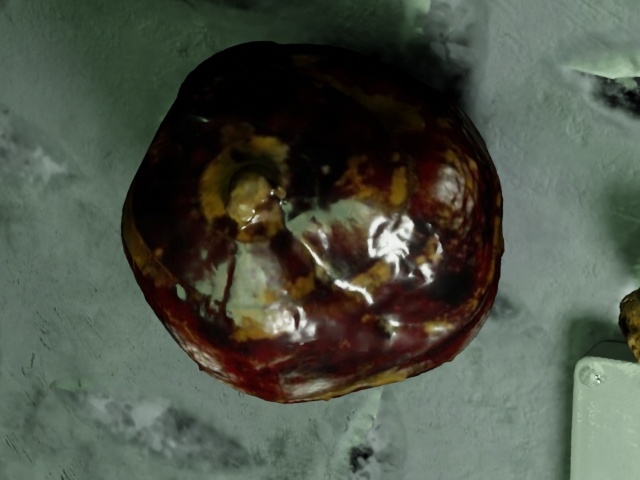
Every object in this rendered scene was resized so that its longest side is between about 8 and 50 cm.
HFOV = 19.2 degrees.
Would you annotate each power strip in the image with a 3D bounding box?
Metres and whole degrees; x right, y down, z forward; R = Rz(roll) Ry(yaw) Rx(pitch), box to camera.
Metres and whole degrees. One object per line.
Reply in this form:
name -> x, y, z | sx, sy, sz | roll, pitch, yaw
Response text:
power strip -> 0.280, 0.284, 1.760 | 0.091, 0.062, 0.385 | 8, 109, 26

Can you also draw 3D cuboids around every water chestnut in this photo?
water chestnut -> 0.000, 0.000, 1.696 | 0.335, 0.335, 0.347 | 24, 156, 19

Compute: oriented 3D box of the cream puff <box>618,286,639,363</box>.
cream puff -> 0.361, 0.072, 1.589 | 0.169, 0.183, 0.183 | -41, 85, 14
